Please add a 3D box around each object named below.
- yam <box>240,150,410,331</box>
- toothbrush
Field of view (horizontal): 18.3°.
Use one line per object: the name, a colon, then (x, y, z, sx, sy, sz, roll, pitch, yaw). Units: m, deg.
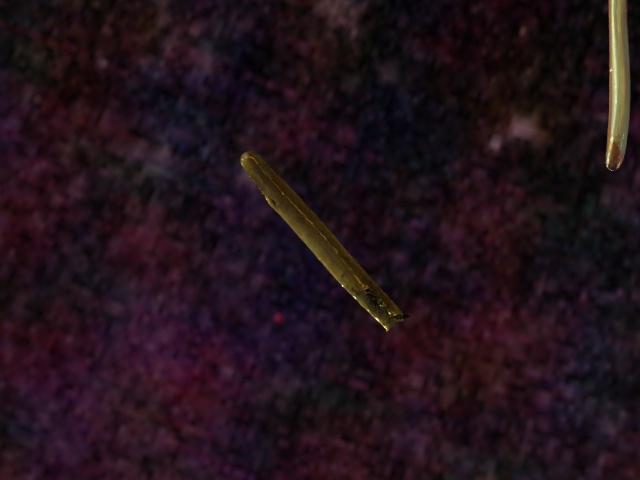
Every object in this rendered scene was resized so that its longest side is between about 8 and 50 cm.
yam: (0.000, 0.000, 0.908, 0.107, 0.014, 0.014, 48, 142, 7)
toothbrush: (0.140, -0.121, 0.907, 0.019, 0.193, 0.013, 10, 160, -8)
